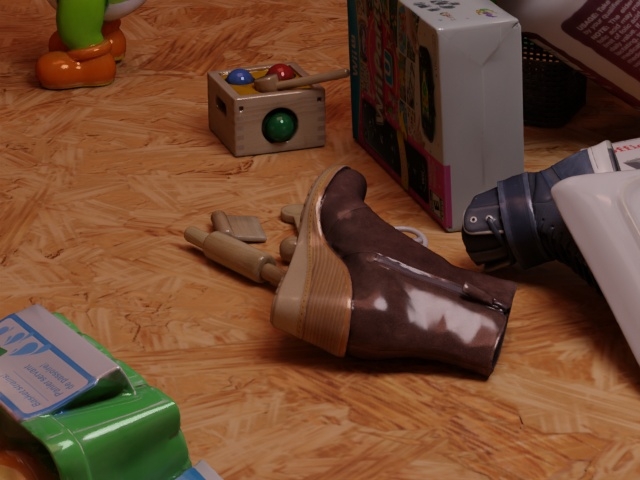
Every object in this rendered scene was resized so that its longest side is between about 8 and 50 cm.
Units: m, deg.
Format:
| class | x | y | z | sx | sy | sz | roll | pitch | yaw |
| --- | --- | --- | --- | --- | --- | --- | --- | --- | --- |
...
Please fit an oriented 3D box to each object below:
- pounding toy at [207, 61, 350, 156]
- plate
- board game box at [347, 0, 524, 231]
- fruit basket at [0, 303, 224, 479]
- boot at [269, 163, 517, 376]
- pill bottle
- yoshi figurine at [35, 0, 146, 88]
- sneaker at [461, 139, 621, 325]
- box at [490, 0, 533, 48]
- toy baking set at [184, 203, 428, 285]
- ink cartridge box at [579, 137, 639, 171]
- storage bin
| class | x | y | z | sx | sy | sz | roll | pitch | yaw |
| --- | --- | --- | --- | --- | --- | --- | --- | --- | --- |
| pounding toy | -0.049 | -0.163 | 2.139 | 0.130 | 0.100 | 0.141 | -8 | 24 | -18 |
| plate | 0.379 | 0.018 | 1.642 | 0.277 | 0.045 | 0.278 | -8 | 49 | -16 |
| board game box | 0.120 | -0.168 | 1.998 | 0.098 | 0.224 | 0.303 | -9 | 24 | -14 |
| fruit basket | -0.276 | 0.177 | 1.261 | 0.353 | 0.165 | 0.327 | -18 | 29 | -29 |
| boot | 0.077 | 0.029 | 1.695 | 0.207 | 0.090 | 0.248 | 11 | 38 | 6 |
| pill bottle | 0.337 | -0.289 | 2.059 | 0.392 | 0.224 | 0.224 | 30 | 12 | -24 |
| yoshi figurine | -0.341 | -0.382 | 2.328 | 0.204 | 0.362 | 0.203 | 20 | 31 | 39 |
| sneaker | 0.222 | 0.016 | 1.747 | 0.163 | 0.086 | 0.226 | -17 | 43 | 9 |
| box | 0.335 | -0.365 | 2.584 | 0.231 | 0.126 | 0.262 | -3 | 23 | -8 |
| toy baking set | -0.006 | 0.001 | 1.840 | 0.197 | 0.030 | 0.256 | -16 | 28 | -33 |
| ink cartridge box | 0.378 | -0.032 | 1.840 | 0.159 | 0.092 | 0.218 | -12 | 24 | -26 |
| storage bin | 0.227 | -0.203 | 2.257 | 0.180 | 0.084 | 0.122 | 9 | 25 | 22 |
